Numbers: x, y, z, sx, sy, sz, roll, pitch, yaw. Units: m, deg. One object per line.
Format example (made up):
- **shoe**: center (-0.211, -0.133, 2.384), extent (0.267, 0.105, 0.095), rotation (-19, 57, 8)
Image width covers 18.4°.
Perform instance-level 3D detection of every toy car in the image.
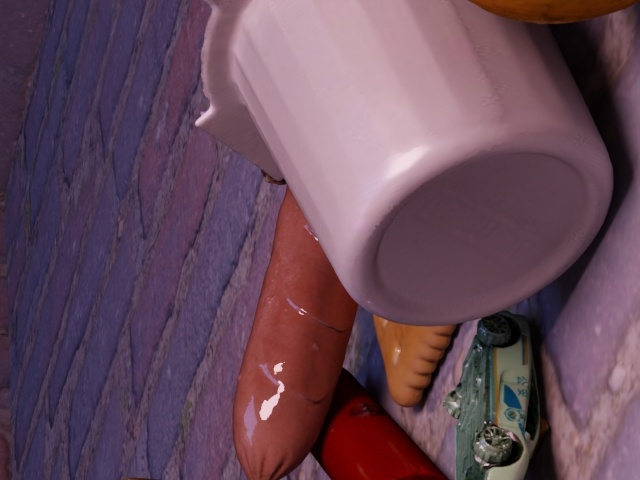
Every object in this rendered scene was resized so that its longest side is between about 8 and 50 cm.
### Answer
- **toy car**: center (0.115, 0.127, 1.283), extent (0.186, 0.058, 0.093), rotation (-84, 11, -50)

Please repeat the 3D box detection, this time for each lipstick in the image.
- **lipstick**: center (0.036, 0.164, 1.514), extent (0.279, 0.073, 0.073), rotation (-140, 58, -71)

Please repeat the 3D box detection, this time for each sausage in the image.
- **sausage**: center (0.000, -0.001, 1.585), extent (0.088, 0.088, 0.433), rotation (131, 154, -62)

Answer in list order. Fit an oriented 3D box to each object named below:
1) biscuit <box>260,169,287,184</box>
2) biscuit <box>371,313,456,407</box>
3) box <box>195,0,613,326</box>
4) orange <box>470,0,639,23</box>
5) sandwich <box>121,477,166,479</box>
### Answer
- **biscuit**: center (0.047, -0.223, 1.513), extent (0.073, 0.107, 0.388), rotation (-148, 70, -79)
- **biscuit**: center (0.086, -0.008, 1.483), extent (0.160, 0.030, 0.250), rotation (-100, 24, -45)
- **box**: center (0.058, -0.057, 1.265), extent (0.291, 0.262, 0.206), rotation (104, 152, -45)
- **orange**: center (0.140, -0.228, 1.110), extent (0.219, 0.193, 0.219), rotation (-42, 31, 33)
- **sandwich**: center (-0.100, 0.297, 1.688), extent (0.227, 0.198, 0.155), rotation (-171, 88, -74)
